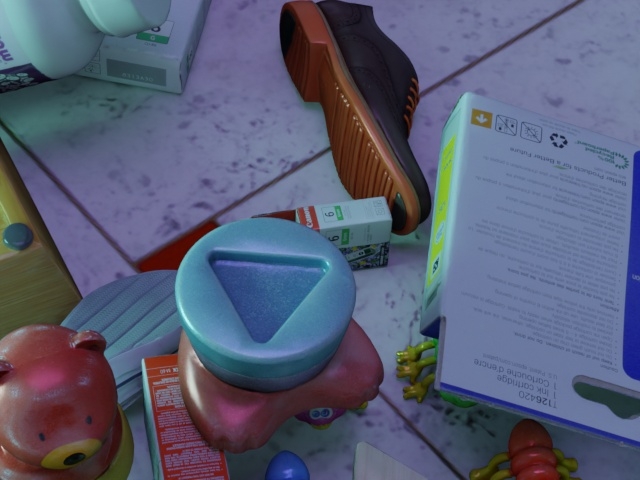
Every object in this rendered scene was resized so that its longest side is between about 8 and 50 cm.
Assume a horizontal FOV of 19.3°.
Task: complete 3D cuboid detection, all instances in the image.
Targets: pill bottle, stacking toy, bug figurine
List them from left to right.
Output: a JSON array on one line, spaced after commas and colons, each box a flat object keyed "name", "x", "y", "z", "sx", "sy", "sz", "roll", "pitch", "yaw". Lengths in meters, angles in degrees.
[{"name": "pill bottle", "x": -0.287, "y": -0.206, "z": 1.586, "sx": 0.301, "sy": 0.169, "sz": 0.169, "roll": -12, "pitch": 50, "yaw": 16}, {"name": "stacking toy", "x": -0.068, "y": 0.125, "z": 1.311, "sx": 0.309, "sy": 0.130, "sz": 0.279, "roll": -29, "pitch": 60, "yaw": -24}, {"name": "bug figurine", "x": 0.062, "y": 0.151, "z": 1.454, "sx": 0.279, "sy": 0.072, "sz": 0.216, "roll": -7, "pitch": 53, "yaw": -9}]

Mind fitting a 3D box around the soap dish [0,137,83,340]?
[{"name": "soap dish", "x": -0.363, "y": 0.010, "z": 1.506, "sx": 0.291, "sy": 0.118, "sz": 0.229, "roll": -20, "pitch": 56, "yaw": -17}]

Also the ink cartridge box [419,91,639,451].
[{"name": "ink cartridge box", "x": 0.233, "y": 0.049, "z": 1.509, "sx": 0.304, "sy": 0.072, "sz": 0.307, "roll": 18, "pitch": 53, "yaw": -9}]

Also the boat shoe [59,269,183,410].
[{"name": "boat shoe", "x": -0.178, "y": 0.101, "z": 1.476, "sx": 0.083, "sy": 0.076, "sz": 0.226, "roll": 33, "pitch": 46, "yaw": 28}]

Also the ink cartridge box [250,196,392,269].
[{"name": "ink cartridge box", "x": 0.000, "y": 0.000, "z": 1.571, "sx": 0.115, "sy": 0.063, "sz": 0.029, "roll": -8, "pitch": 51, "yaw": -9}]

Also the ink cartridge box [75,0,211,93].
[{"name": "ink cartridge box", "x": -0.191, "y": -0.246, "z": 1.756, "sx": 0.181, "sy": 0.056, "sz": 0.224, "roll": 10, "pitch": 54, "yaw": 4}]

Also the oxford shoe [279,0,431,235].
[{"name": "oxford shoe", "x": 0.052, "y": -0.119, "z": 1.649, "sx": 0.098, "sy": 0.097, "sz": 0.271, "roll": -11, "pitch": 54, "yaw": -19}]

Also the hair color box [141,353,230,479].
[{"name": "hair color box", "x": -0.097, "y": 0.178, "z": 1.409, "sx": 0.053, "sy": 0.093, "sz": 0.167, "roll": -6, "pitch": 54, "yaw": -9}]
